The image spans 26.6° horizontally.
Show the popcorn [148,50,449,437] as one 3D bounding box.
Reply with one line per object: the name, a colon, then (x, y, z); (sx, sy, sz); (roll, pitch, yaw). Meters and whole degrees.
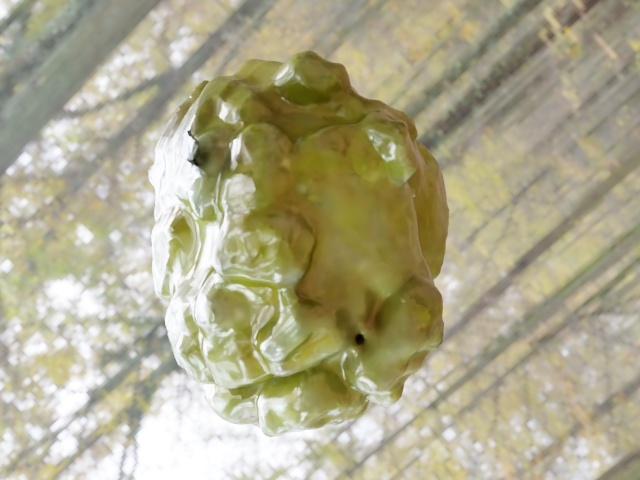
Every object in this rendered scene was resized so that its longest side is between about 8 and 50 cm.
popcorn: (-0.011, -0.001, 0.598); (0.142, 0.174, 0.173); (15, -159, -5)
